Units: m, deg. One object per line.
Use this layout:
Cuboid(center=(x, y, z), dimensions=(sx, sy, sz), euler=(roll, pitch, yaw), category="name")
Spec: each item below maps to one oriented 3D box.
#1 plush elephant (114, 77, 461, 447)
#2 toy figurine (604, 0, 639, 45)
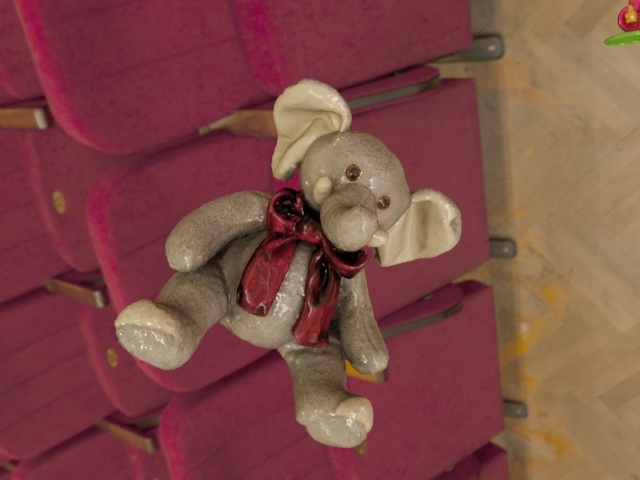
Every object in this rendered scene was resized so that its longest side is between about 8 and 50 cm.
Cuboid(center=(0.000, 0.000, 0.728), dimensions=(0.272, 0.330, 0.255), euler=(32, 120, -12), category="plush elephant")
Cuboid(center=(0.492, -0.374, 1.006), dimensions=(0.173, 0.130, 0.159), euler=(-5, 93, 15), category="toy figurine")
